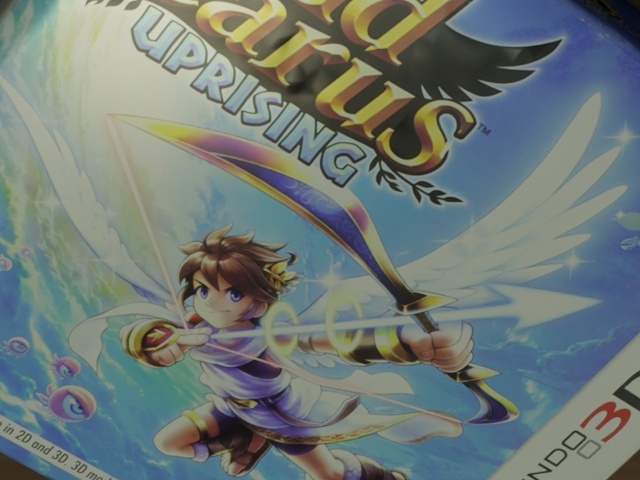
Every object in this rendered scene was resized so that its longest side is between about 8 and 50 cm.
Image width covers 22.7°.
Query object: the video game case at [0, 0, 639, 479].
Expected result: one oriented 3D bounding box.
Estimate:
[{"bbox_3d":[0.000,0.000,0.536,0.269,0.061,0.244,33,113,-20],"label":"video game case"}]
